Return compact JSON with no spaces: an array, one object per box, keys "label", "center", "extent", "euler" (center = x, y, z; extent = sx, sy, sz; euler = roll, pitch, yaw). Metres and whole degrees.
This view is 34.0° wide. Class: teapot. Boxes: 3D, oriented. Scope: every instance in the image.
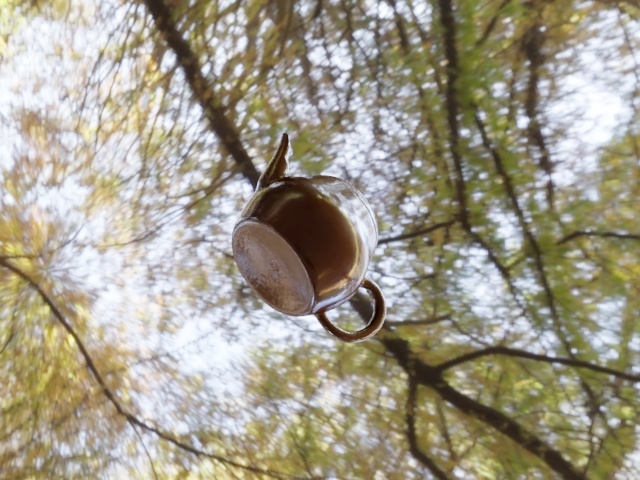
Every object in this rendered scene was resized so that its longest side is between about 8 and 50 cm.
[{"label":"teapot","center":[0.000,0.000,0.820],"extent":[0.116,0.116,0.173],"euler":[-33,-83,-13]}]
